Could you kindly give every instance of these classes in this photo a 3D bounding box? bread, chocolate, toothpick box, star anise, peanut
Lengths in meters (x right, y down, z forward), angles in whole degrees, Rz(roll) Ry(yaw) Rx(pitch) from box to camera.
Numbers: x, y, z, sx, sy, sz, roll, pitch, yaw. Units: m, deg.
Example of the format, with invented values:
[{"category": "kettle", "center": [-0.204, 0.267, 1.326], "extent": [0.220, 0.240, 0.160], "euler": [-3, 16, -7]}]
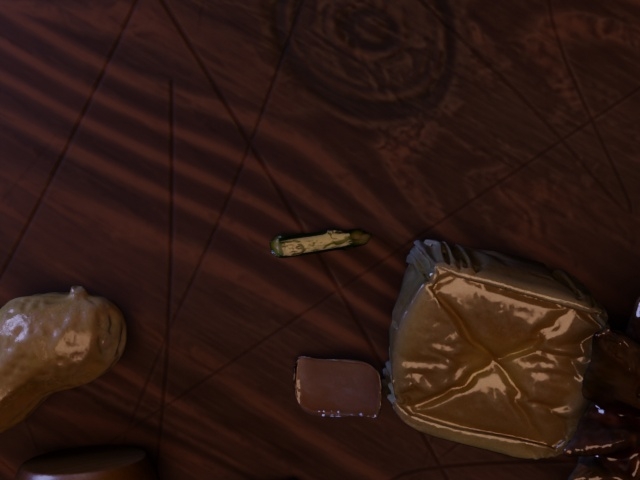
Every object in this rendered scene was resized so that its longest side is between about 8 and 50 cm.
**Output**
[{"category": "bread", "center": [0.171, 0.109, 1.227], "extent": [0.210, 0.110, 0.192], "euler": [12, 106, 2]}, {"category": "chocolate", "center": [0.023, 0.150, 1.273], "extent": [0.101, 0.031, 0.064], "euler": [-3, 97, 28]}, {"category": "toothpick box", "center": [-0.235, 0.370, 1.259], "extent": [0.192, 0.192, 0.294], "euler": [-3, 94, 4]}, {"category": "star anise", "center": [0.327, 0.157, 1.164], "extent": [0.109, 0.292, 0.349], "euler": [20, 96, 35]}, {"category": "peanut", "center": [-0.318, 0.133, 1.269], "extent": [0.263, 0.101, 0.117], "euler": [-33, 70, 10]}]

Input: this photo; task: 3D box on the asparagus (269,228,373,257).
[{"category": "asparagus", "center": [0.000, 0.001, 1.264], "extent": [0.108, 0.021, 0.025], "euler": [-7, 97, 5]}]

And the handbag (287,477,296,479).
[{"category": "handbag", "center": [0.011, 0.350, 1.240], "extent": [0.270, 0.175, 0.088], "euler": [33, 101, 0]}]
